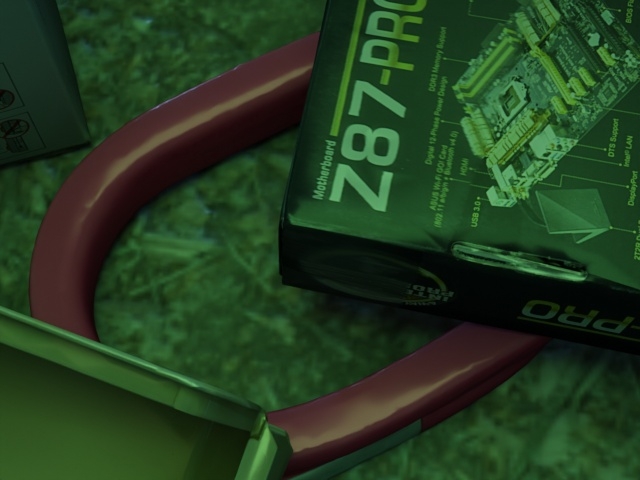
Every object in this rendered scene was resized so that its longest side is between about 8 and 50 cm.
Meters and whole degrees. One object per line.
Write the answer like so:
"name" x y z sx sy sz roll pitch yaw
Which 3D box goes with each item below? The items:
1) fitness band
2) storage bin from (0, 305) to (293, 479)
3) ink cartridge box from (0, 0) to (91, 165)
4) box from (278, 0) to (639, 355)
"fitness band" 0.000 0.000 0.562 0.290 0.054 0.209 -27 68 -11
"storage bin" -0.178 0.146 0.433 0.260 0.123 0.262 19 81 10
"ink cartridge box" -0.225 -0.212 0.521 0.130 0.309 0.272 -16 66 -6
"box" 0.172 -0.142 0.533 0.318 0.097 0.395 11 71 0
